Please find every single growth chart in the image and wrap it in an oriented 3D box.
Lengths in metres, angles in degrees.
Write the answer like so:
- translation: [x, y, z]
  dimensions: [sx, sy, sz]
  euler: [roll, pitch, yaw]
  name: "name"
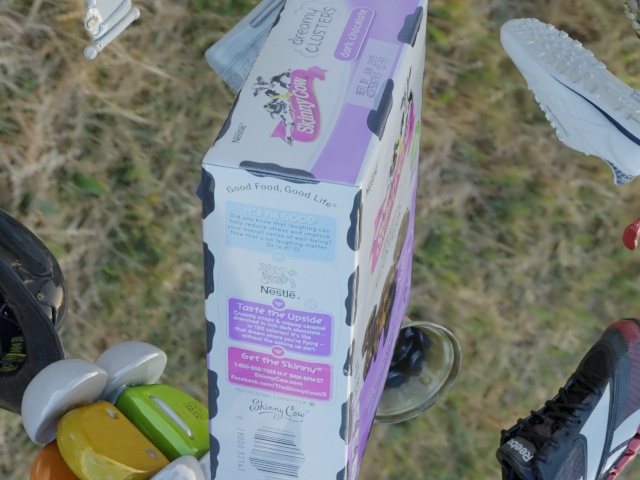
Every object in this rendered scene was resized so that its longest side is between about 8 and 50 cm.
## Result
- translation: [-0.258, -0.346, 1.856]
  dimensions: [0.172, 0.021, 0.237]
  euler: [-53, 134, -62]
  name: "growth chart"

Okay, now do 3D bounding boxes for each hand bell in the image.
- translation: [0.039, 0.067, 1.673]
  dimensions: [0.126, 0.242, 0.126]
  euler: [-13, 128, -17]
  name: "hand bell"

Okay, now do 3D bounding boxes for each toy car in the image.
- translation: [-0.152, 0.174, 1.241]
  dimensions: [0.136, 0.159, 0.182]
  euler: [-55, 162, 22]
  name: "toy car"

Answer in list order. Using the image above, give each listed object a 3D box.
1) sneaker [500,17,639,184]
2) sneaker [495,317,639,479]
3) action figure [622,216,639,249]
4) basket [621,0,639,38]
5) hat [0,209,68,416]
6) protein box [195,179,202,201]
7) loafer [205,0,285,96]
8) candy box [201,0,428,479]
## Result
- translation: [0.290, -0.163, 1.855]
  dimensions: [0.090, 0.235, 0.095]
  euler: [-35, 165, -45]
  name: "sneaker"
- translation: [0.256, 0.200, 1.629]
  dimensions: [0.135, 0.098, 0.276]
  euler: [21, 94, -28]
  name: "sneaker"
- translation: [0.474, -0.066, 1.966]
  dimensions: [0.280, 0.091, 0.139]
  euler: [-50, 153, -22]
  name: "action figure"
- translation: [0.403, -0.321, 1.424]
  dimensions: [0.213, 0.223, 0.299]
  euler: [-10, 106, -40]
  name: "basket"
- translation: [-0.389, 0.051, 1.891]
  dimensions: [0.134, 0.331, 0.331]
  euler: [-46, 132, -36]
  name: "hat"
- translation: [-0.031, -0.089, 2.020]
  dimensions: [0.136, 0.201, 0.199]
  euler: [14, 109, -32]
  name: "protein box"
- translation: [-0.001, -0.233, 1.350]
  dimensions: [0.111, 0.112, 0.319]
  euler: [34, 49, -13]
  name: "loafer"
- translation: [0.000, 0.000, 0.761]
  dimensions: [0.165, 0.070, 0.196]
  euler: [-69, 165, -49]
  name: "candy box"
